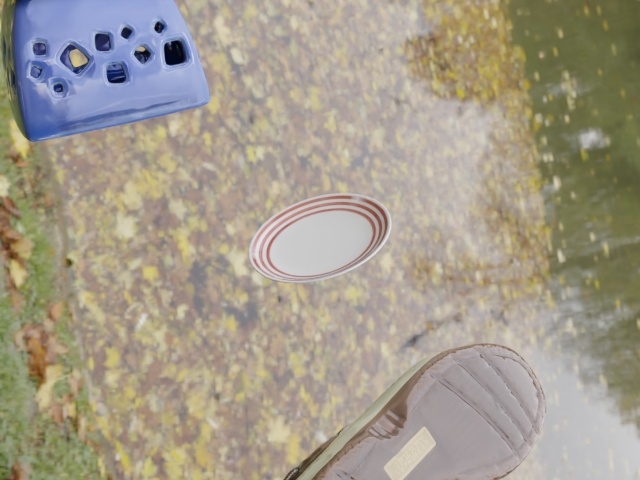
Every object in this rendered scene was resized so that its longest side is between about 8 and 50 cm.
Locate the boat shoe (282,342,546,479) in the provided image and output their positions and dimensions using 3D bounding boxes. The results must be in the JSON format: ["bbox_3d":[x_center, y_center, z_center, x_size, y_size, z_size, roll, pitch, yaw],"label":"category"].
[{"bbox_3d":[0.051,0.143,0.580,0.257,0.095,0.095,-18,77,-45],"label":"boat shoe"}]

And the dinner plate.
[{"bbox_3d":[0.000,0.000,0.838,0.141,0.141,0.017,-60,144,-47],"label":"dinner plate"}]

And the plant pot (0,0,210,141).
[{"bbox_3d":[-0.293,-0.267,1.112,0.236,0.236,0.212,-15,112,-20],"label":"plant pot"}]
